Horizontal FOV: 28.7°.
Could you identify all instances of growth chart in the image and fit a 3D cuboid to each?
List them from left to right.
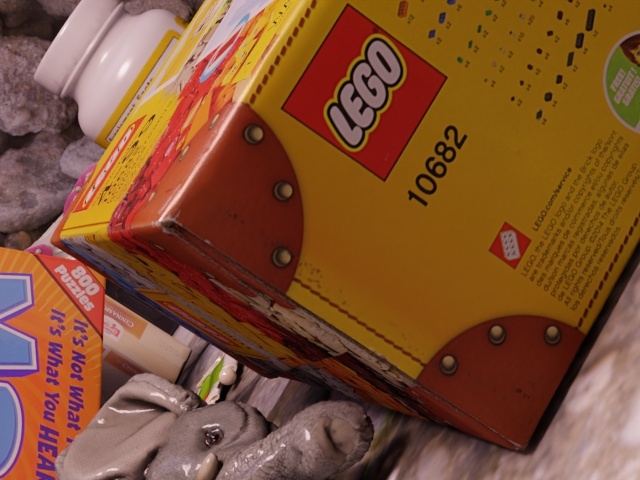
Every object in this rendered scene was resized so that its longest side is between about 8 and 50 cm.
[{"bbox_3d":[-0.142,0.191,1.212,0.237,0.021,0.172,-55,9,2],"label":"growth chart"}]

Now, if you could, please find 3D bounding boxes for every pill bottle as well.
[{"bbox_3d":[-0.174,-0.163,1.547,0.188,0.334,0.188,-54,10,14],"label":"pill bottle"}]

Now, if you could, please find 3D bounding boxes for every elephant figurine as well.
[{"bbox_3d":[-0.080,0.161,0.755,0.239,0.186,0.169,-47,-33,-3],"label":"elephant figurine"}]

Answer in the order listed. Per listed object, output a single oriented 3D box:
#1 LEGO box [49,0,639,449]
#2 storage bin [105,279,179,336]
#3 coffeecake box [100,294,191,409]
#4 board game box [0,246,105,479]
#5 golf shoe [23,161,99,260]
[{"bbox_3d":[0.080,-0.161,0.720,0.500,0.193,0.372,-59,15,-11],"label":"LEGO box"},{"bbox_3d":[-0.223,0.039,1.743,0.180,0.122,0.084,-56,10,3],"label":"storage bin"},{"bbox_3d":[-0.266,0.163,1.513,0.185,0.142,0.068,-47,13,39],"label":"coffeecake box"},{"bbox_3d":[-0.443,0.222,1.241,0.356,0.357,0.356,-43,42,52],"label":"board game box"},{"bbox_3d":[-0.328,0.007,1.731,0.306,0.115,0.140,-46,3,20],"label":"golf shoe"}]
